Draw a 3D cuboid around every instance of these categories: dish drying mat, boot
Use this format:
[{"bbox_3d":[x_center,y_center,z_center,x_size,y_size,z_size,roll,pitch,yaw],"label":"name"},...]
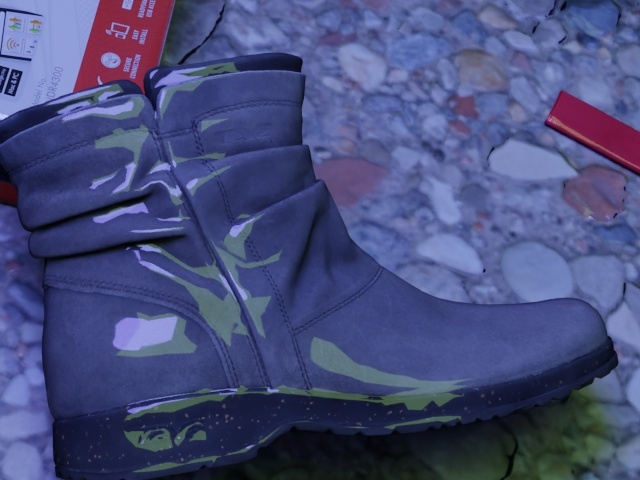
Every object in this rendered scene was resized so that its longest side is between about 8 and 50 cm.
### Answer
[{"bbox_3d":[0.194,-0.071,1.130,0.083,0.008,0.032,29,55,3],"label":"dish drying mat"},{"bbox_3d":[0.000,0.000,0.912,0.338,0.118,0.222,-7,85,-22],"label":"boot"}]

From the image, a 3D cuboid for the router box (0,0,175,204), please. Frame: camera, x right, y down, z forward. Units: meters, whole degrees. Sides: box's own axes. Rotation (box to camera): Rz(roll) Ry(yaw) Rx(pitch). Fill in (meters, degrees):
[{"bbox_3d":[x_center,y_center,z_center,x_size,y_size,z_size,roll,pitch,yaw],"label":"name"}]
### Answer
[{"bbox_3d":[-0.234,-0.195,1.041,0.301,0.082,0.335,14,55,-7],"label":"router box"}]
